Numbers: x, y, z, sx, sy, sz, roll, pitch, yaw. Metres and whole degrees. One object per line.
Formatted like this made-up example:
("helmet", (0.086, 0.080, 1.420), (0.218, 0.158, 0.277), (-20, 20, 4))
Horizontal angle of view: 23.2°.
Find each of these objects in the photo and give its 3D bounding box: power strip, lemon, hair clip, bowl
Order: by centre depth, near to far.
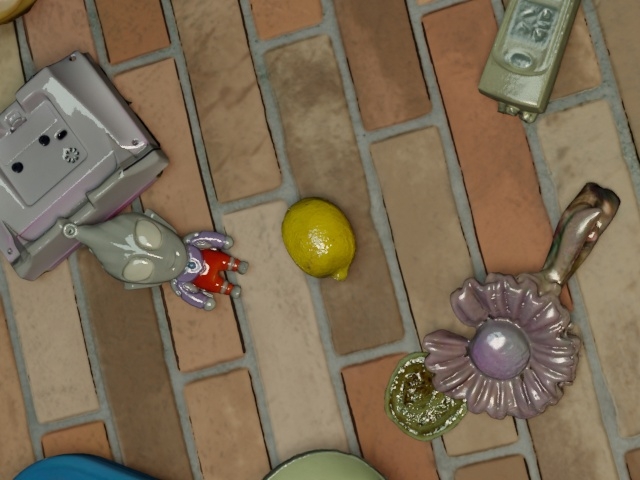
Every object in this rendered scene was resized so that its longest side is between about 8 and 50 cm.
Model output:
("hair clip", (0.244, 0.066, 1.760), (0.173, 0.069, 0.300), (32, 93, -1))
("bowl", (0.016, 0.355, 1.775), (0.211, 0.112, 0.211), (-10, 62, 19))
("power strip", (0.263, -0.280, 1.802), (0.080, 0.048, 0.286), (20, 90, 16))
("lemon", (0.000, 0.000, 1.839), (0.082, 0.082, 0.111), (-31, 71, 12))

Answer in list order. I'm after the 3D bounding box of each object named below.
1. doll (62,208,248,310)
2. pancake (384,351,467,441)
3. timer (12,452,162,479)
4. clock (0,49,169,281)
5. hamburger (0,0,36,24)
("doll", (-0.202, 0.017, 1.887), (0.227, 0.075, 0.102), (19, 88, -5))
("pancake", (0.125, 0.183, 1.822), (0.108, 0.017, 0.108), (-2, 82, 18))
("timer", (-0.249, 0.429, 1.860), (0.340, 0.115, 0.309), (18, 90, 17))
("clock", (-0.334, -0.092, 1.940), (0.253, 0.083, 0.186), (-40, 76, 10))
("hamburger", (-0.471, -0.402, 1.926), (0.276, 0.237, 0.276), (-2, 84, 14))
